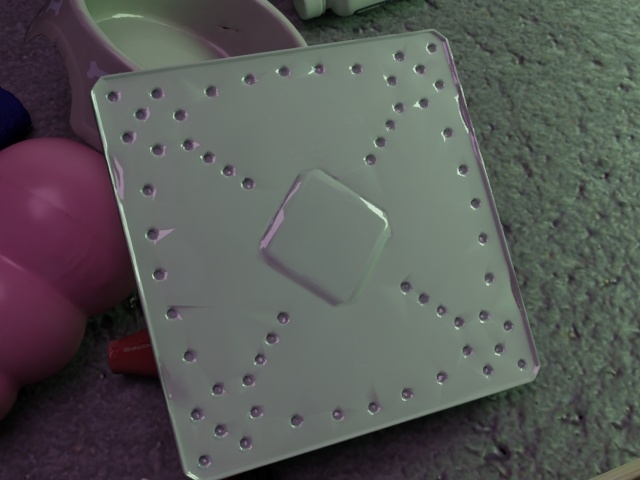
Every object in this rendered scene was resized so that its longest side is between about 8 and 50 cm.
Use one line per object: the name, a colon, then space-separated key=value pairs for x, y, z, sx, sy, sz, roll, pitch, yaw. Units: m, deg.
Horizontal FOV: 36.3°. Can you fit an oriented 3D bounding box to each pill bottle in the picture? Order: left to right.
pill bottle: x=0.050 y=-0.359 z=1.297 sx=0.180 sy=0.108 sz=0.108 roll=-20 pitch=61 yaw=-9

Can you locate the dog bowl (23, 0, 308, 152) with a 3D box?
dog bowl: x=-0.157 y=-0.212 z=1.133 sx=0.349 sy=0.102 sz=0.349 roll=21 pitch=38 yaw=-17

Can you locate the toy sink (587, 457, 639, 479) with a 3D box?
toy sink: x=0.366 y=0.264 z=0.901 sx=0.234 sy=0.131 sz=0.153 roll=-19 pitch=61 yaw=-9

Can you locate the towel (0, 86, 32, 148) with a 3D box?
towel: x=-0.523 y=-0.112 z=1.155 sx=0.227 sy=0.076 sz=0.308 roll=27 pitch=43 yaw=10

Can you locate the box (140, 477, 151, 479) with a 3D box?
box: x=-0.172 y=0.341 z=0.891 sx=0.103 sy=0.114 sz=0.203 roll=28 pitch=65 yaw=16

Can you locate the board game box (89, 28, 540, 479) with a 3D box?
board game box: x=0.000 y=0.000 z=0.985 sx=0.390 sy=0.050 sz=0.390 roll=-13 pitch=84 yaw=-22

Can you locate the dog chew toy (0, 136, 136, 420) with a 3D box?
dog chew toy: x=-0.322 y=0.056 z=1.026 sx=0.206 sy=0.206 sz=0.332 roll=26 pitch=71 yaw=17

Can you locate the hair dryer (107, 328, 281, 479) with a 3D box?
hair dryer: x=-0.097 y=0.167 z=1.011 sx=0.293 sy=0.080 sz=0.223 roll=29 pitch=66 yaw=19
